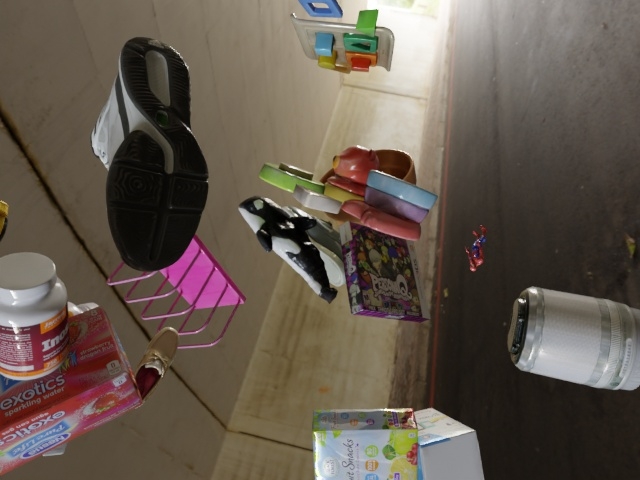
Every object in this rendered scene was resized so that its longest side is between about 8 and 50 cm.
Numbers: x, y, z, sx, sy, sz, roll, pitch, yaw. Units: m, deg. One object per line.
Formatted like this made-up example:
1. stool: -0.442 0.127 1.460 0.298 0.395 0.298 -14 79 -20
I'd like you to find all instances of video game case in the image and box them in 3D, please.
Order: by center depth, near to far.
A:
1. video game case: 0.150 0.077 0.981 0.042 0.232 0.210 -32 55 42

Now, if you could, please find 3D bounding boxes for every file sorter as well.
1. file sorter: -0.388 0.139 1.155 0.290 0.202 0.182 60 -147 -32

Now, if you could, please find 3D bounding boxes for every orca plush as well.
1. orca plush: -0.047 -0.004 0.887 0.102 0.287 0.151 -46 -25 13

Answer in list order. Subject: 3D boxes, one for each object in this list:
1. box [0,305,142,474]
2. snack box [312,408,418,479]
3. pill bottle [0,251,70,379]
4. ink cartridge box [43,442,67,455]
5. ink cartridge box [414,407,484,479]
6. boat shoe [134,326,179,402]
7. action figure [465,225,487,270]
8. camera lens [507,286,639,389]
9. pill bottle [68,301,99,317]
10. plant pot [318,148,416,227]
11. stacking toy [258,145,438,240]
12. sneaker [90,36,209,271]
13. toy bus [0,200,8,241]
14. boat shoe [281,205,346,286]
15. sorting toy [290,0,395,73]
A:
1. box: -0.405 0.218 0.594 0.257 0.128 0.122 -23 -34 -26
2. snack box: 0.090 0.436 0.867 0.070 0.207 0.174 -79 -14 -74
3. pill bottle: -0.358 0.093 0.519 0.086 0.086 0.152 -70 0 -56
4. ink cartridge box: -0.869 0.494 1.363 0.066 0.296 0.261 31 -107 -53
5. ink cartridge box: 0.360 0.697 1.384 0.270 0.198 0.197 155 108 -74
6. boat shoe: -0.332 0.254 0.850 0.059 0.063 0.170 -24 39 58
7. action figure: 0.328 0.019 0.896 0.038 0.030 0.115 -45 18 50
8. camera lens: 0.634 0.244 1.075 0.219 0.275 0.219 10 -90 -72
9. pill bottle: -0.657 0.221 1.012 0.246 0.136 0.136 -8 -69 -60
10. plant pot: 0.155 -0.108 1.252 0.290 0.291 0.203 -72 -36 -49
11. stacking toy: 0.053 -0.124 0.800 0.309 0.280 0.130 37 109 56
12. sneaker: -0.351 -0.137 0.841 0.258 0.169 0.447 -25 65 49
13. toy bus: -0.718 0.038 0.818 0.149 0.220 0.211 17 -135 -51
14. boat shoe: 0.000 0.000 1.132 0.319 0.099 0.116 44 145 41
15. sorting toy: 0.045 -0.374 0.840 0.348 0.196 0.047 -26 -51 -82
